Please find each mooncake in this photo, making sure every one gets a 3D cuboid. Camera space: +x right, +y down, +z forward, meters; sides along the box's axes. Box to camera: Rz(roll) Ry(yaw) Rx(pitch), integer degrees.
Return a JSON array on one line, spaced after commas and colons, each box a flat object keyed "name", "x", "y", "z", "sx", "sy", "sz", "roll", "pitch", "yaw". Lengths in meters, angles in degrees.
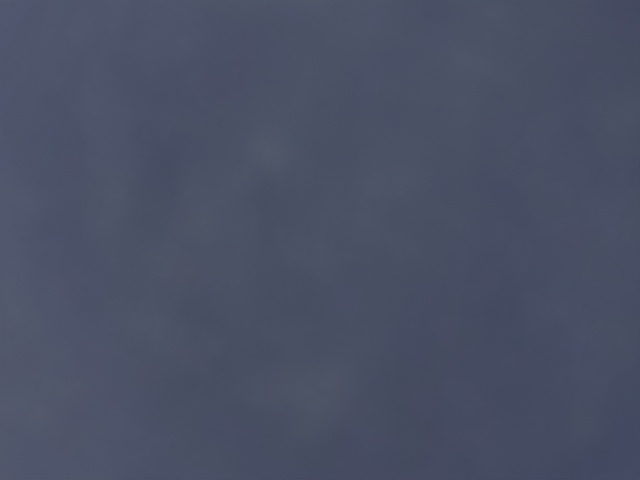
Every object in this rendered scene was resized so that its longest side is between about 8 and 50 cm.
[{"name": "mooncake", "x": 0.000, "y": 0.000, "z": 0.437, "sx": 0.155, "sy": 0.284, "sz": 0.284, "roll": 22, "pitch": 59, "yaw": -85}]
